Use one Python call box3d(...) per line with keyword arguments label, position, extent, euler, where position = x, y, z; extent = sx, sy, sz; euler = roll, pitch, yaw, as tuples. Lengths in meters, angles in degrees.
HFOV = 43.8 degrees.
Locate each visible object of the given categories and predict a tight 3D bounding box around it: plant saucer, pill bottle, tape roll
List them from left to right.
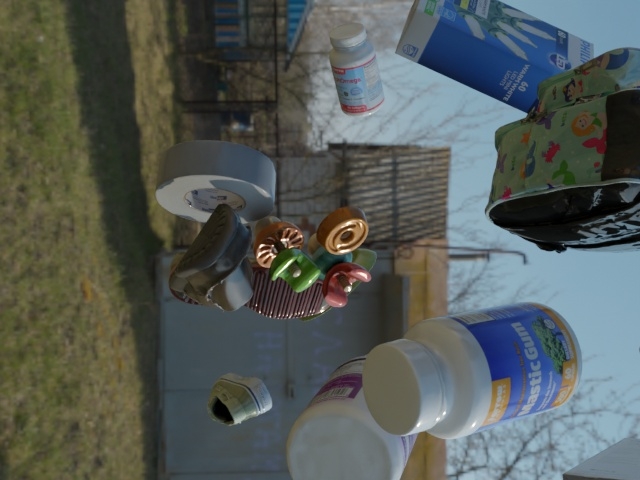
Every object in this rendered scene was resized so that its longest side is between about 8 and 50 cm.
box3d(label="tape roll", position=(-0.193, -0.103, 1.476), extent=(0.219, 0.219, 0.072), euler=(95, -3, -68))
box3d(label="plant saucer", position=(0.029, 0.095, 1.887), extent=(0.037, 0.241, 0.241), euler=(48, 7, -11))
box3d(label="pill bottle", position=(0.065, -0.319, 1.488), extent=(0.087, 0.087, 0.160), euler=(-93, 169, -52))
box3d(label="pill bottle", position=(0.069, 0.278, 1.236), extent=(0.301, 0.169, 0.169), euler=(-33, 124, -70))
box3d(label="pill bottle", position=(0.193, 0.168, 1.022), extent=(0.152, 0.272, 0.152), euler=(11, -76, 53))

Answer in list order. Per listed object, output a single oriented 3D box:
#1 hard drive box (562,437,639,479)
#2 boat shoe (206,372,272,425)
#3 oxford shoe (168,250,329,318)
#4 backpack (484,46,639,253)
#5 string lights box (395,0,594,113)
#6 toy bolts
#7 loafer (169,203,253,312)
box3d(label="hard drive box", position=(0.518, 0.383, 1.243), extent=(0.181, 0.232, 0.089), euler=(-8, -92, 45))
box3d(label="boat shoe", position=(-0.199, 0.348, 1.720), extent=(0.109, 0.094, 0.302), euler=(66, -26, 5))
box3d(label="oxford shoe", position=(-0.140, 0.072, 1.656), extent=(0.130, 0.348, 0.123), euler=(-112, -142, -61))
box3d(label="backpack", position=(0.303, -0.076, 0.839), extent=(0.253, 0.225, 0.191), euler=(-26, -127, 61))
box3d(label="string lights box", position=(0.244, -0.265, 1.104), extent=(0.133, 0.259, 0.077), euler=(-71, -175, -46))
box3d(label="toy bolts", position=(0.000, 0.000, 1.549), extent=(0.228, 0.218, 0.158), euler=(36, 16, -48))
box3d(label="loafer", position=(-0.155, 0.040, 1.302), extent=(0.134, 0.130, 0.366), euler=(-58, -173, -14))
